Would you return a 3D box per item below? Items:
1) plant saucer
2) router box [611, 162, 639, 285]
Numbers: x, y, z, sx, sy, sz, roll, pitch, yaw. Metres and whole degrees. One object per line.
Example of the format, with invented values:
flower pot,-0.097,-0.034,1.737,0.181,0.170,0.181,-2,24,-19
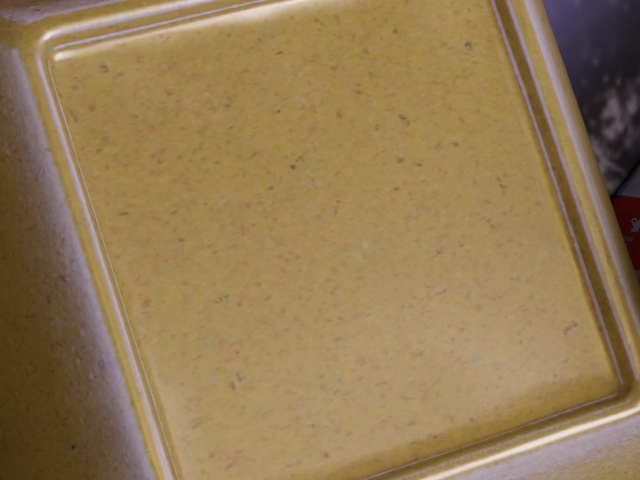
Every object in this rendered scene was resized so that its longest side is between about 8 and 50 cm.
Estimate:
plant saucer,0.000,0.000,0.858,0.333,0.081,0.332,-16,84,-22
router box,0.313,-0.066,0.906,0.082,0.335,0.301,43,76,-21
